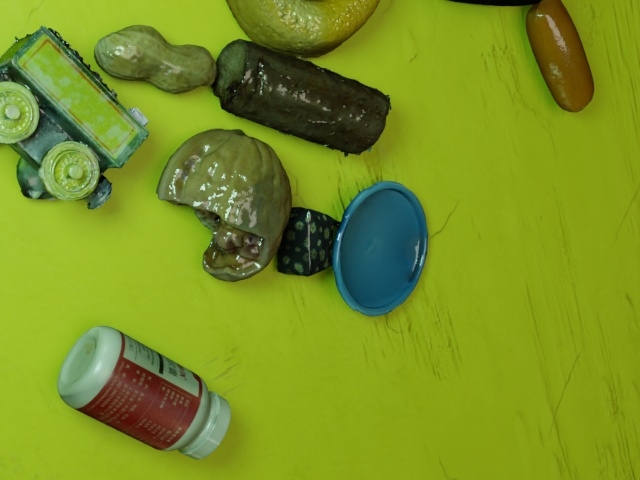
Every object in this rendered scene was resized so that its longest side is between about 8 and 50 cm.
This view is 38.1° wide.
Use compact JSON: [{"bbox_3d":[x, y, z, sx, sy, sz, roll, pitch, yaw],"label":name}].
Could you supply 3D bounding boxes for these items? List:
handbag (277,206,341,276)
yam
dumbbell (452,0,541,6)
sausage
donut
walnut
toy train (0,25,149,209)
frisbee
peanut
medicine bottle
[{"bbox_3d":[0.000,0.000,1.570,0.139,0.072,0.115,-4,96,-44],"label":"handbag"},{"bbox_3d":[-0.030,-0.223,1.484,0.280,0.131,0.131,15,90,-31],"label":"yam"},{"bbox_3d":[0.302,-0.575,1.582,0.204,0.204,0.322,1,98,-31],"label":"dumbbell"},{"bbox_3d":[0.457,-0.356,1.777,0.098,0.098,0.238,-38,117,-21],"label":"sausage"},{"bbox_3d":[-0.014,-0.423,1.468,0.278,0.108,0.277,-6,101,-30],"label":"donut"},{"bbox_3d":[-0.122,-0.062,1.445,0.204,0.141,0.238,-43,119,-24],"label":"walnut"},{"bbox_3d":[-0.377,-0.165,1.280,0.261,0.134,0.177,47,65,-29],"label":"toy train"},{"bbox_3d":[0.101,0.014,1.638,0.242,0.045,0.242,-9,103,-43],"label":"frisbee"},{"bbox_3d":[-0.240,-0.268,1.375,0.193,0.089,0.089,12,92,-36],"label":"peanut"},{"bbox_3d":[-0.263,0.235,1.408,0.250,0.131,0.131,35,79,-30],"label":"medicine bottle"}]
